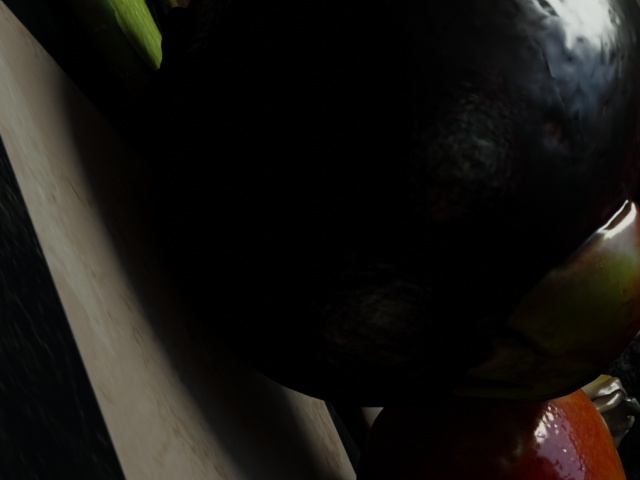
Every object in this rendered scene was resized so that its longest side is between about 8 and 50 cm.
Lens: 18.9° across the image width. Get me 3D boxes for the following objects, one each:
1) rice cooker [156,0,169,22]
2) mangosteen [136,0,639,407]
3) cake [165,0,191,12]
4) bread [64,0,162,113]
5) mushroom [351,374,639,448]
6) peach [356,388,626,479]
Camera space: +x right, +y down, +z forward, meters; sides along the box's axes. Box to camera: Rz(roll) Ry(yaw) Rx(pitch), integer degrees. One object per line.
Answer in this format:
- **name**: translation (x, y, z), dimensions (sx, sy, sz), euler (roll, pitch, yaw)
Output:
- **rice cooker**: translation (0.040, -0.209, 1.882), dimensions (0.335, 0.325, 0.335), euler (61, 5, -10)
- **mangosteen**: translation (0.099, -0.062, 1.277), dimensions (0.382, 0.435, 0.382), euler (-167, -90, -90)
- **cake**: translation (-0.080, -0.146, 1.621), dimensions (0.116, 0.112, 0.295), euler (-111, -167, -62)
- **bread**: translation (-0.163, -0.199, 1.440), dimensions (0.301, 0.045, 0.301), euler (-25, 90, -85)
- **mushroom**: translation (0.099, 0.089, 1.838), dimensions (0.313, 0.224, 0.397), euler (44, 5, -23)
- **peach**: translation (0.130, 0.199, 1.422), dimensions (0.243, 0.199, 0.243), euler (-21, 90, -87)
